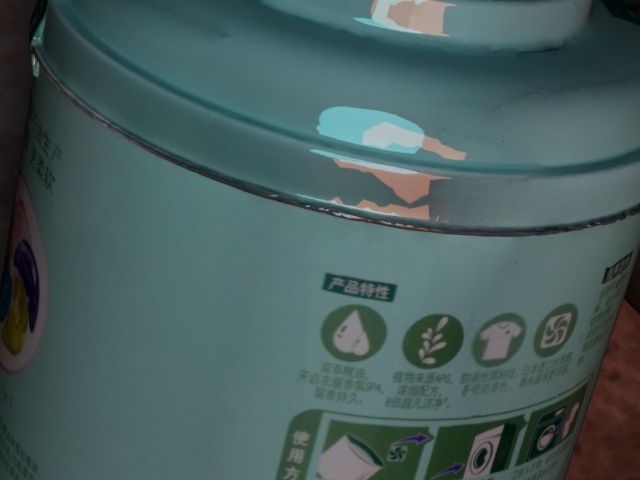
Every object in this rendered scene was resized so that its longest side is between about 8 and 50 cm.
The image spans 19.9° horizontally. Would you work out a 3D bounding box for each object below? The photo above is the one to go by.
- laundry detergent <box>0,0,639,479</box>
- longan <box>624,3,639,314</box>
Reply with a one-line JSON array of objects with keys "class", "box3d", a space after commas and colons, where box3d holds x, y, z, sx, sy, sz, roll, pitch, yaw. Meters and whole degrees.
[{"class": "laundry detergent", "box3d": [0.000, 0.000, 0.827, 0.287, 0.287, 0.305, 4, 117, -19]}, {"class": "longan", "box3d": [0.221, -0.039, 0.956, 0.185, 0.159, 0.204, -37, 84, -13]}]
